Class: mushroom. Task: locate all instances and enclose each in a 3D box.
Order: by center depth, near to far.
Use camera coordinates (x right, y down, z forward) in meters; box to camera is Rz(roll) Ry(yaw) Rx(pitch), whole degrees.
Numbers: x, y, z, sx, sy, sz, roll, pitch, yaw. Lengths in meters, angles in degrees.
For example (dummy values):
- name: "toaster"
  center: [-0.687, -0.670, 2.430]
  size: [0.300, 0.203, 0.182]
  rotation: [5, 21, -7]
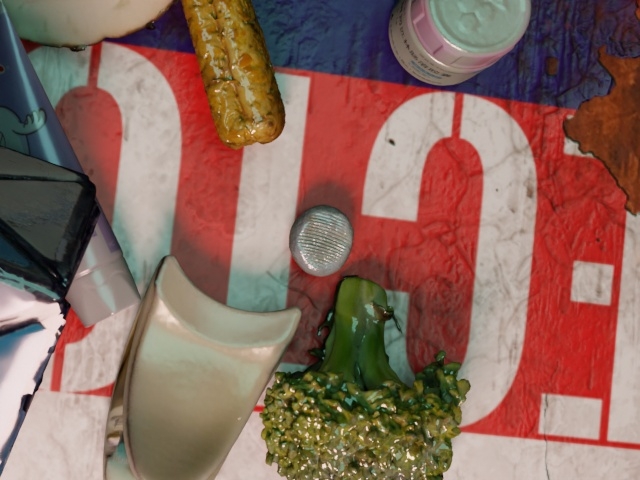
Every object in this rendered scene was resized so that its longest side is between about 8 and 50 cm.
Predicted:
- name: "mushroom"
  center: [-0.253, -0.311, 1.596]
  size: [0.286, 0.151, 0.156]
  rotation: [-5, 124, 18]

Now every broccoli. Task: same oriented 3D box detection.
- name: "broccoli"
  center: [0.062, 0.173, 1.602]
  size: [0.242, 0.180, 0.273]
  rotation: [9, 85, -17]

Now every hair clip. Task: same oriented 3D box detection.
- name: "hair clip"
  center: [-0.150, 0.182, 1.605]
  size: [0.172, 0.113, 0.282]
  rotation: [22, 69, -10]

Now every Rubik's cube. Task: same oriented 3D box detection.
- name: "Rubik's cube"
  center: [-0.406, 0.063, 1.414]
  size: [0.307, 0.305, 0.310]
  rotation: [24, 106, -8]

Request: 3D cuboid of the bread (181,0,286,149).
- name: "bread"
  center: [-0.101, -0.207, 1.638]
  size: [0.083, 0.114, 0.211]
  rotation: [-18, 90, 4]

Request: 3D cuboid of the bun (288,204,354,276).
- name: "bun"
  center: [0.000, 0.000, 1.674]
  size: [0.083, 0.045, 0.083]
  rotation: [0, 89, -10]

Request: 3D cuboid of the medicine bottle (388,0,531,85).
- name: "medicine bottle"
  center: [0.158, -0.254, 1.661]
  size: [0.135, 0.168, 0.135]
  rotation: [1, 85, -12]

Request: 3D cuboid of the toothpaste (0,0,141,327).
- name: "toothpaste"
  center: [-0.312, -0.084, 1.600]
  size: [0.080, 0.125, 0.371]
  rotation: [-28, 92, -57]
